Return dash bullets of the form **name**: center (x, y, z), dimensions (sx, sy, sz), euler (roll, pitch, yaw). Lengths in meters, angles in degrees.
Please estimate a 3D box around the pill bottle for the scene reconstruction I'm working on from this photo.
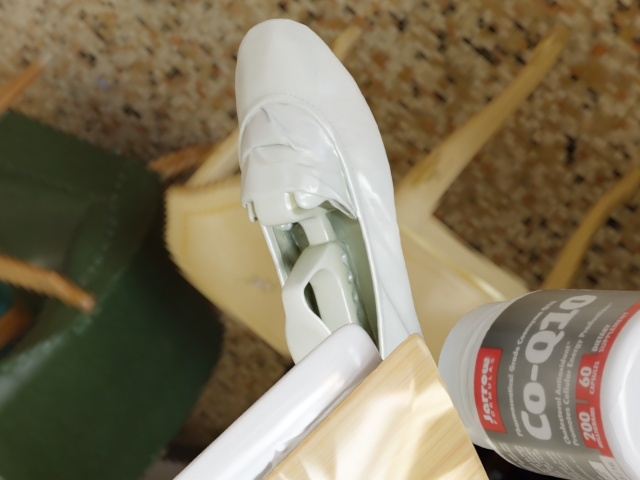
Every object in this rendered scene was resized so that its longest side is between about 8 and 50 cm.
- **pill bottle**: center (0.223, 0.120, 1.327), dimensions (0.161, 0.161, 0.283), euler (49, 160, -17)

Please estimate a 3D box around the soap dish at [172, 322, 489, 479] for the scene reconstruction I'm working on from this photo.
- **soap dish**: center (-0.041, 0.187, 0.768), dimensions (0.118, 0.291, 0.229), euler (43, 168, 12)

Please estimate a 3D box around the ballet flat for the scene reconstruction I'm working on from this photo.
- **ballet flat**: center (0.000, 0.000, 1.426), dimensions (0.139, 0.139, 0.400), euler (-5, 104, 57)
